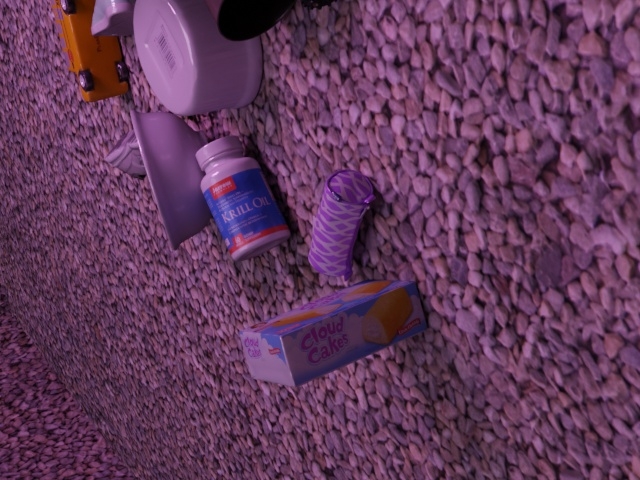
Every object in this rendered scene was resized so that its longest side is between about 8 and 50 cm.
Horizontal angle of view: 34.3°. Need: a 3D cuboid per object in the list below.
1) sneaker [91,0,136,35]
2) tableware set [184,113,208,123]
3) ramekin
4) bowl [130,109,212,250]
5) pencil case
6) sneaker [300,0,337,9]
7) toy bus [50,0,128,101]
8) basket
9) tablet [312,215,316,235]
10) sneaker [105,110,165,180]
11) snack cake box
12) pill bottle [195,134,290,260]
[{"bbox_3d":[-0.445,-0.530,2.235,0.256,0.094,0.151,168,95,-68],"label":"sneaker"},{"bbox_3d":[-0.277,-0.291,2.130,0.154,0.024,0.104,20,130,65],"label":"tableware set"},{"bbox_3d":[-0.236,-0.365,1.926,0.277,0.135,0.277,39,140,43],"label":"ramekin"},{"bbox_3d":[-0.282,-0.139,2.110,0.298,0.134,0.298,163,90,-84],"label":"bowl"},{"bbox_3d":[0.036,-0.027,1.743,0.088,0.086,0.206,31,141,14],"label":"pencil case"},{"bbox_3d":[0.007,-0.448,1.526,0.237,0.085,0.086,99,166,-48],"label":"sneaker"},{"bbox_3d":[-0.544,-0.495,2.393,0.130,0.108,0.333,20,125,55],"label":"toy bus"},{"bbox_3d":[-0.152,-0.473,1.679,0.227,0.154,0.204,59,164,14],"label":"basket"},{"bbox_3d":[0.000,0.000,1.895,0.054,0.006,0.083,42,141,40],"label":"tablet"},{"bbox_3d":[-0.380,-0.210,2.351,0.115,0.105,0.281,40,153,-20],"label":"sneaker"},{"bbox_3d":[0.021,0.146,1.686,0.152,0.264,0.089,0,108,59],"label":"snack cake box"},{"bbox_3d":[-0.155,-0.083,1.983,0.221,0.124,0.124,64,151,7],"label":"pill bottle"}]
